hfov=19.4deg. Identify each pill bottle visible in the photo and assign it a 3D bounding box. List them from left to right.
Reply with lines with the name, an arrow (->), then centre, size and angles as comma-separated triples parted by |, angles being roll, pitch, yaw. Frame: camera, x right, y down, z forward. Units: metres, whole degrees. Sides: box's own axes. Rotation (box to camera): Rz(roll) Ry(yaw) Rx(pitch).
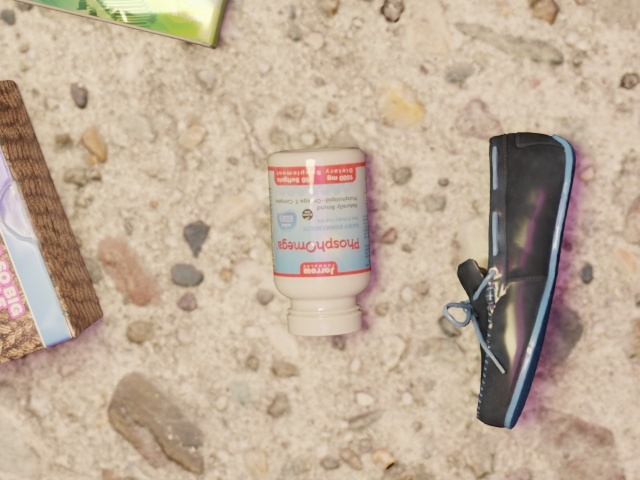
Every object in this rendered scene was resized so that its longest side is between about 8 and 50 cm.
pill bottle -> 0.000, 0.000, 1.640 | 0.087, 0.087, 0.160 | -3, 95, 3

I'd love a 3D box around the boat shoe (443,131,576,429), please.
boat shoe -> 0.161, 0.034, 1.640 | 0.089, 0.109, 0.258 | 10, 79, 9

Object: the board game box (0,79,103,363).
board game box -> -0.373, 0.016, 1.634 | 0.291, 0.141, 0.232 | -19, 93, 4

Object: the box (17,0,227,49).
box -> -0.167, -0.349, 1.635 | 0.232, 0.058, 0.322 | 13, 96, 2
